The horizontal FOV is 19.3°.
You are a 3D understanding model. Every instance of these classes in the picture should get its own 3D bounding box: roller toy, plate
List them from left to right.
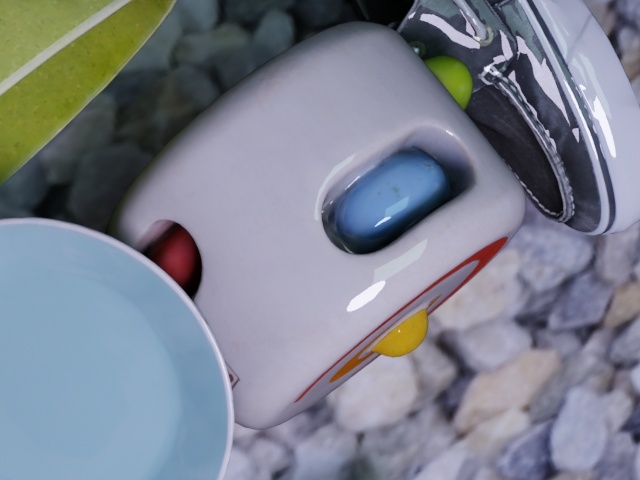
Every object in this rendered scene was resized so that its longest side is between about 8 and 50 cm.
[{"bbox_3d":[-0.130,0.074,0.925,0.188,0.188,0.024,65,21,-13],"label":"plate"},{"bbox_3d":[0.000,0.000,0.957,0.209,0.191,0.146,-41,81,16],"label":"roller toy"}]

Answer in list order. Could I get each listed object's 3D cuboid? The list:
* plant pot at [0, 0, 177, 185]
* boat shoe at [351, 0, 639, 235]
[{"bbox_3d":[-0.257,-0.129,0.801,0.275,0.275,0.293,-43,93,-25],"label":"plant pot"},{"bbox_3d":[0.063,-0.129,1.074,0.119,0.121,0.335,-36,96,-20],"label":"boat shoe"}]
